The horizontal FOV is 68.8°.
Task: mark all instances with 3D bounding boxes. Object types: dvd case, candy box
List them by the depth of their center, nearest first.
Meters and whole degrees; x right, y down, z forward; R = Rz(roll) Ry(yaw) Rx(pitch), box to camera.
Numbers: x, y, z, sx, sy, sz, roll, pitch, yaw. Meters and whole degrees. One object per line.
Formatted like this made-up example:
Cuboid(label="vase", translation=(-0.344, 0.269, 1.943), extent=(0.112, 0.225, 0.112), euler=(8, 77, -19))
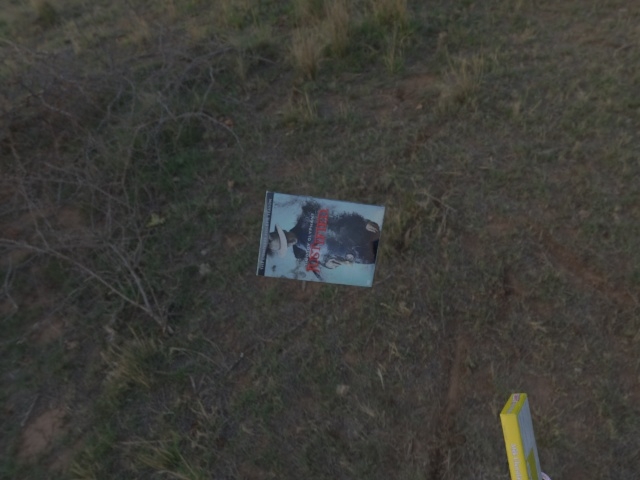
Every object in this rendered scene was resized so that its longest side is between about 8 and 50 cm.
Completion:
Cuboid(label="dvd case", translation=(0.000, 0.000, 0.471), extent=(0.119, 0.087, 0.013), euler=(8, 12, -7))
Cuboid(label="candy box", translation=(0.295, 0.336, 0.669), extent=(0.027, 0.105, 0.206), euler=(-11, 84, 28))

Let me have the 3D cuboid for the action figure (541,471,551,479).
Cuboid(label="action figure", translation=(0.491, 0.678, 0.868), extent=(0.248, 0.276, 0.370), euler=(-38, 85, -4))
